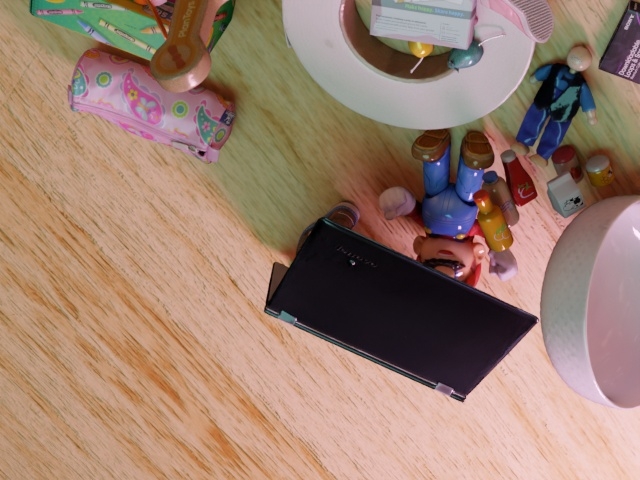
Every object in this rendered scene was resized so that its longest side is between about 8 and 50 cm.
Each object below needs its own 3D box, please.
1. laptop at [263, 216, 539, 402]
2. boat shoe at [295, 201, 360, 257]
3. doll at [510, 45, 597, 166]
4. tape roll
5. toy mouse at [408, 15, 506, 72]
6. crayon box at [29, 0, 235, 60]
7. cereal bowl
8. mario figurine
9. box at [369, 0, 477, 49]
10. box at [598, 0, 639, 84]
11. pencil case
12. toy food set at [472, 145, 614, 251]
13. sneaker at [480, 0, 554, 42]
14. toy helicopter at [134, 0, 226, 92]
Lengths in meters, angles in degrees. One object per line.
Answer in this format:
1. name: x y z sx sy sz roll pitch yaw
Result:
1. laptop: 0.125 0.086 2.076 0.382 0.408 0.236 25 105 -6
2. boat shoe: 0.000 0.000 2.188 0.066 0.066 0.183 36 133 -3
3. doll: 0.362 -0.206 1.830 0.129 0.046 0.189 36 118 27
4. tape roll: 0.133 -0.339 1.810 0.392 0.072 0.392 12 135 12
5. toy mouse: 0.195 -0.294 1.753 0.143 0.031 0.161 9 134 15
6. crayon box: -0.288 -0.376 1.880 0.279 0.165 0.081 21 136 2
7. cereal bowl: 0.453 0.090 1.923 0.141 0.339 0.339 10 139 44
8. mario figurine: 0.216 -0.015 2.007 0.198 0.170 0.320 34 140 41
9. box: 0.147 -0.367 1.675 0.145 0.038 0.186 12 121 13
10. box: 0.500 -0.270 1.754 0.162 0.029 0.116 21 136 4
11. pencil case: -0.285 -0.227 2.056 0.284 0.124 0.124 23 136 2
12. toy food set: 0.337 -0.093 1.893 0.232 0.111 0.104 -30 121 -3
13. sneaker: 0.270 -0.328 1.684 0.134 0.051 0.070 36 174 -42
14. toy helicopter: -0.190 -0.352 1.728 0.235 0.355 0.140 -4 143 19
